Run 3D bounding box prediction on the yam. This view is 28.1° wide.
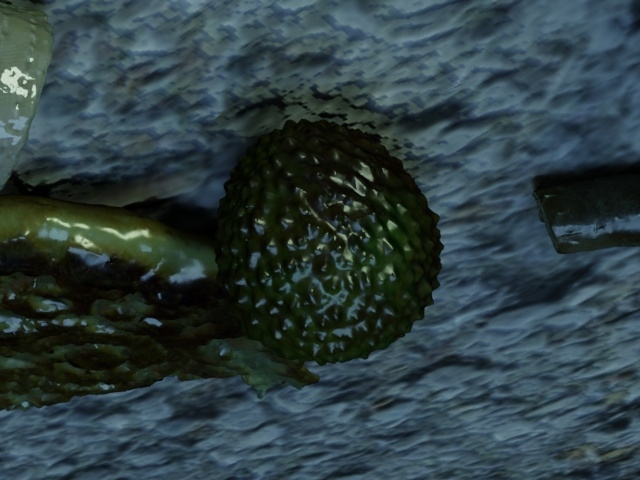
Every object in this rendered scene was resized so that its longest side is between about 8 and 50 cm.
[{"bbox_3d":[0.281,-0.032,0.911,0.253,0.061,0.061,-10,141,9],"label":"yam"}]

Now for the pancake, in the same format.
[{"bbox_3d":[-0.193,0.056,0.993,0.427,0.066,0.304,-6,149,1],"label":"pancake"}]

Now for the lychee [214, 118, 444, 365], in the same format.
[{"bbox_3d":[0.000,0.000,0.850,0.171,0.171,0.171,-3,141,-2],"label":"lychee"}]

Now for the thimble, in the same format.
[{"bbox_3d":[-0.218,-0.092,0.760,0.090,0.102,0.115,14,106,-21],"label":"thimble"}]
